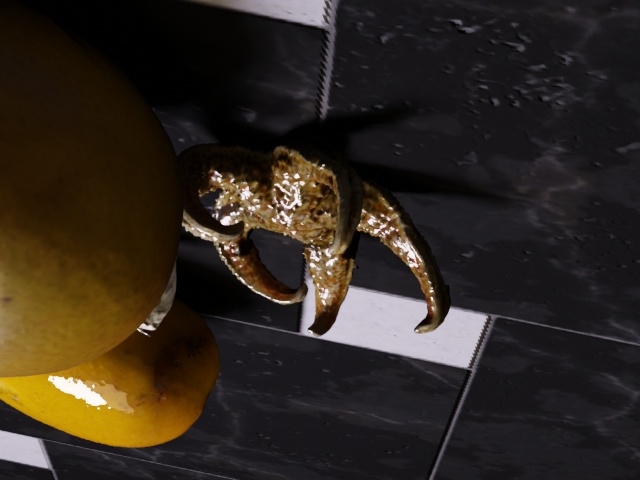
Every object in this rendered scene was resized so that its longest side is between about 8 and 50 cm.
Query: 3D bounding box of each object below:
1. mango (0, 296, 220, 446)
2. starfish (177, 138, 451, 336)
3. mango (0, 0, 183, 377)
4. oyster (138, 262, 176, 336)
[{"bbox_3d":[-0.175,0.069,1.347,0.219,0.112,0.145,19,162,16],"label":"mango"},{"bbox_3d":[0.000,0.002,1.102,0.146,0.074,0.190,6,159,20],"label":"starfish"},{"bbox_3d":[-0.204,-0.048,0.961,0.211,0.173,0.317,-5,147,38],"label":"mango"},{"bbox_3d":[-0.188,-0.015,1.228,0.200,0.061,0.106,32,170,-37],"label":"oyster"}]
